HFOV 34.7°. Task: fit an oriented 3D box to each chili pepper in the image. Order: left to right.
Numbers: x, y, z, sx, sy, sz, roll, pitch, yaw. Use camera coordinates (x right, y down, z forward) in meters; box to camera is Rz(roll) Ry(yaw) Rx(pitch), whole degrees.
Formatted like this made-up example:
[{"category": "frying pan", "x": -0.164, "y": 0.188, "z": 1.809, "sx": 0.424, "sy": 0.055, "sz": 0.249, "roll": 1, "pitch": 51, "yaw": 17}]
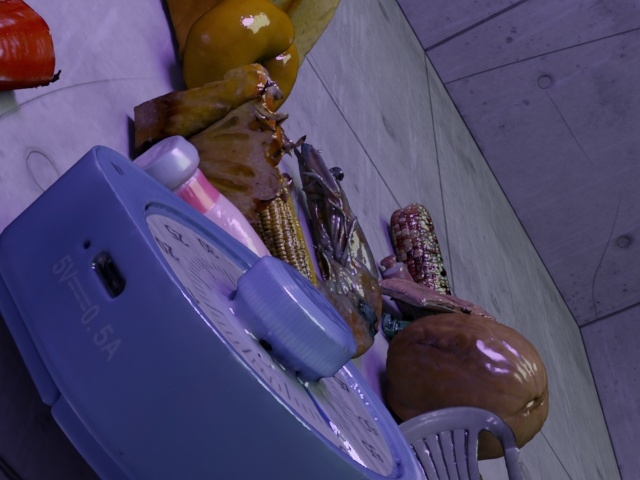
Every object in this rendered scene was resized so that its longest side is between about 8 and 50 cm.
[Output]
[{"category": "chili pepper", "x": -0.300, "y": -0.168, "z": 0.877, "sx": 0.088, "sy": 0.065, "sz": 0.169, "roll": 64, "pitch": 21, "yaw": -1}]

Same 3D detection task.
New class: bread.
[{"category": "bread", "x": -0.182, "y": -0.405, "z": 1.533, "sx": 0.362, "sy": 0.245, "sz": 0.233, "roll": 40, "pitch": 6, "yaw": 29}]

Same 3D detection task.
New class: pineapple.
[{"category": "pineapple", "x": -0.121, "y": -0.106, "z": 1.171, "sx": 0.114, "sy": 0.186, "sz": 0.236, "roll": -101, "pitch": -159, "yaw": -45}]

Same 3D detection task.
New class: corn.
[{"category": "corn", "x": -0.059, "y": -0.015, "z": 1.342, "sx": 0.072, "sy": 0.072, "sz": 0.203, "roll": 8, "pitch": 60, "yaw": -69}, {"category": "corn", "x": 0.194, "y": 0.050, "z": 1.950, "sx": 0.086, "sy": 0.086, "sz": 0.253, "roll": 32, "pitch": 40, "yaw": -60}]

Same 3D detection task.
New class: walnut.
[{"category": "walnut", "x": 0.213, "y": 0.217, "z": 1.533, "sx": 0.225, "sy": 0.261, "sz": 0.224, "roll": -4, "pitch": 96, "yaw": -49}]

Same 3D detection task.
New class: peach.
[{"category": "peach", "x": -0.102, "y": -0.236, "z": 1.353, "sx": 0.103, "sy": 0.179, "sz": 0.179, "roll": 29, "pitch": -4, "yaw": 34}]

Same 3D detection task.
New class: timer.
[{"category": "timer", "x": -0.057, "y": 0.113, "z": 0.832, "sx": 0.395, "sy": 0.173, "sz": 0.395, "roll": 47, "pitch": 4, "yaw": -5}]

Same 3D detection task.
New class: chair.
[{"category": "chair", "x": 0.174, "y": 0.358, "z": 1.321, "sx": 0.190, "sy": 0.204, "sz": 0.274, "roll": 32, "pitch": 44, "yaw": -78}]

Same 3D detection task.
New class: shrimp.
[{"category": "shrimp", "x": 0.000, "y": 0.000, "z": 1.495, "sx": 0.247, "sy": 0.085, "sz": 0.360, "roll": 28, "pitch": 44, "yaw": -52}]

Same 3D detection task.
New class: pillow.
[{"category": "pillow", "x": 0.199, "y": 0.107, "z": 1.760, "sx": 0.126, "sy": 0.043, "sz": 0.233, "roll": 23, "pitch": 4, "yaw": 44}]

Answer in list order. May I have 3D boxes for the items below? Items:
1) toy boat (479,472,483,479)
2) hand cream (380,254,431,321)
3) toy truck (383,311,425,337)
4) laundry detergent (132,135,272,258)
[{"category": "toy boat", "x": 0.193, "y": 0.391, "z": 1.531, "sx": 0.229, "sy": 0.089, "sz": 0.088, "roll": 2, "pitch": 103, "yaw": -71}, {"category": "hand cream", "x": 0.168, "y": 0.121, "z": 1.844, "sx": 0.067, "sy": 0.043, "sz": 0.209, "roll": -40, "pitch": 108, "yaw": -34}, {"category": "toy truck", "x": 0.159, "y": 0.163, "z": 1.738, "sx": 0.154, "sy": 0.080, "sz": 0.078, "roll": 9, "pitch": 85, "yaw": -69}, {"category": "laundry detergent", "x": -0.088, "y": 0.041, "z": 1.113, "sx": 0.335, "sy": 0.088, "sz": 0.159, "roll": 56, "pitch": -17, "yaw": -22}]
